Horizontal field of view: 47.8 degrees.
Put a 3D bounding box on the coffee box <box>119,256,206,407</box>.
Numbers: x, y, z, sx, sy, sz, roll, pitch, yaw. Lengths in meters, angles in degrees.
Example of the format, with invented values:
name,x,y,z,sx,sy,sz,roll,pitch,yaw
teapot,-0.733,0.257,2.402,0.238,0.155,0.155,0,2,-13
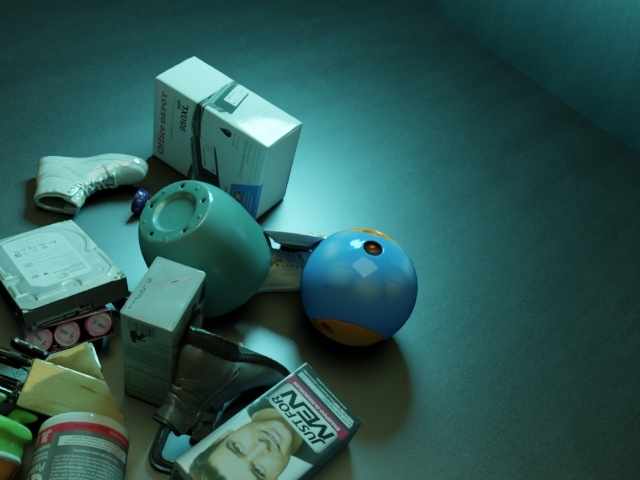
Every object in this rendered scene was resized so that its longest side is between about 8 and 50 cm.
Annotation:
name,x,y,z,sx,sy,sz,roll,pitch,yaw
coffee box,-0.333,0.204,1.541,0.118,0.297,0.168,19,46,6

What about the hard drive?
name,x,y,z,sx,sy,sz,roll,pitch,yaw
hard drive,-0.623,0.068,1.671,0.236,0.064,0.339,-21,37,-31

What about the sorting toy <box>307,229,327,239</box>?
name,x,y,z,sx,sy,sz,roll,pitch,yaw
sorting toy,0.000,0.000,2.035,0.083,0.012,0.062,18,45,1

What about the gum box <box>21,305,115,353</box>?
name,x,y,z,sx,sy,sz,roll,pitch,yaw
gum box,-0.567,0.195,1.608,0.188,0.062,0.107,-15,14,-27

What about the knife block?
name,x,y,z,sx,sy,sz,roll,pitch,yaw
knife block,-0.557,0.315,1.446,0.242,0.088,0.276,-24,86,-28

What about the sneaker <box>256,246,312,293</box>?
name,x,y,z,sx,sy,sz,roll,pitch,yaw
sneaker,-0.100,0.065,1.869,0.290,0.123,0.106,-13,51,-28

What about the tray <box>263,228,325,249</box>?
name,x,y,z,sx,sy,sz,roll,pitch,yaw
tray,-0.053,0.004,1.875,0.145,0.270,0.030,6,86,8

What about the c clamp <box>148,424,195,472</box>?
name,x,y,z,sx,sy,sz,roll,pitch,yaw
c clamp,-0.288,0.439,1.528,0.137,0.022,0.161,11,47,-5

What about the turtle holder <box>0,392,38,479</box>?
name,x,y,z,sx,sy,sz,roll,pitch,yaw
turtle holder,-0.708,0.372,1.314,0.320,0.243,0.228,23,65,-10

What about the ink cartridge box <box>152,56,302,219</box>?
name,x,y,z,sx,sy,sz,roll,pitch,yaw
ink cartridge box,-0.275,-0.285,2.031,0.394,0.286,0.166,33,48,16

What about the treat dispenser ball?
name,x,y,z,sx,sy,sz,roll,pitch,yaw
treat dispenser ball,0.093,0.114,1.764,0.288,0.288,0.288,9,46,-9

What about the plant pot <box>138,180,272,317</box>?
name,x,y,z,sx,sy,sz,roll,pitch,yaw
plant pot,-0.290,-0.001,1.709,0.292,0.235,0.293,-11,51,15

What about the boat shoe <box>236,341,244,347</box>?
name,x,y,z,sx,sy,sz,roll,pitch,yaw
boat shoe,-0.193,0.284,1.695,0.035,0.035,0.100,0,54,-20

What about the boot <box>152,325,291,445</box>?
name,x,y,z,sx,sy,sz,roll,pitch,yaw
boot,-0.211,0.331,1.549,0.118,0.338,0.223,10,74,41

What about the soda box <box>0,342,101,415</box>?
name,x,y,z,sx,sy,sz,roll,pitch,yaw
soda box,-0.583,0.294,1.542,0.216,0.069,0.074,-15,54,-27

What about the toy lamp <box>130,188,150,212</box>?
name,x,y,z,sx,sy,sz,roll,pitch,yaw
toy lamp,-0.367,-0.063,1.939,0.274,0.080,0.080,22,45,3

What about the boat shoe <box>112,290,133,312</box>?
name,x,y,z,sx,sy,sz,roll,pitch,yaw
boat shoe,-0.421,0.161,1.726,0.183,0.066,0.066,35,42,3

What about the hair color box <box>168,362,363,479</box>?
name,x,y,z,sx,sy,sz,roll,pitch,yaw
hair color box,-0.107,0.439,1.502,0.185,0.114,0.374,43,49,18

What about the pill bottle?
name,x,y,z,sx,sy,sz,roll,pitch,yaw
pill bottle,-0.456,0.492,1.316,0.176,0.176,0.319,7,46,-10

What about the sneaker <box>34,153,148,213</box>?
name,x,y,z,sx,sy,sz,roll,pitch,yaw
sneaker,-0.611,-0.141,1.929,0.292,0.108,0.169,-3,50,-7
